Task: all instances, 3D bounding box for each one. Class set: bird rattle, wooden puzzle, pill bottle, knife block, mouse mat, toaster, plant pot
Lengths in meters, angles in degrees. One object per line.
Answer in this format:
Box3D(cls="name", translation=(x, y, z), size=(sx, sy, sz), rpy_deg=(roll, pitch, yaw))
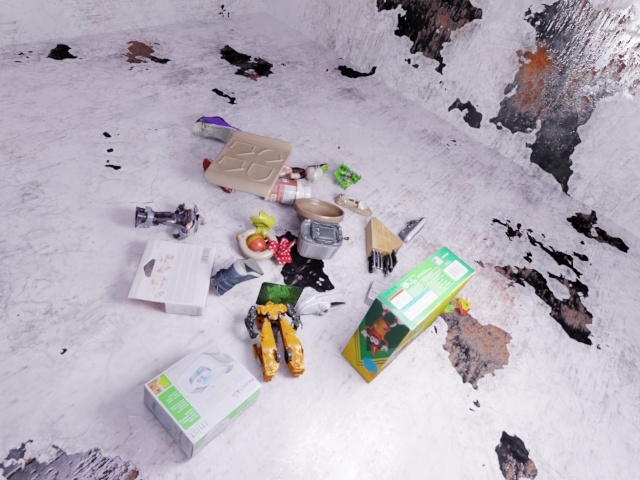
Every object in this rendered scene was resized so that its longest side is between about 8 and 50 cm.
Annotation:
Box3D(cls="bird rattle", translation=(-0.243, 0.015, 1.856), size=(0.206, 0.143, 0.254), rpy_deg=(-24, 72, -24))
Box3D(cls="wooden puzzle", translation=(-0.328, -0.354, 2.042), size=(0.321, 0.081, 0.348), rpy_deg=(15, 54, 9))
Box3D(cls="pill bottle", translation=(-0.162, -0.237, 2.105), size=(0.216, 0.121, 0.121), rpy_deg=(7, 45, -16))
Box3D(cls="knife block", translation=(0.255, 0.035, 2.022), size=(0.242, 0.088, 0.276), rpy_deg=(-25, 60, -39))
Box3D(cls="mouse mat", translation=(-0.155, 0.209, 1.614), size=(0.152, 0.190, 0.007), rpy_deg=(11, 53, -10))
Box3D(cls="toaster", translation=(0.000, 0.000, 1.903), size=(0.226, 0.146, 0.129), rpy_deg=(7, 57, -14))
Box3D(cls="plant pot", translation=(-0.013, -0.105, 2.016), size=(0.237, 0.110, 0.237), rpy_deg=(11, 23, -5))

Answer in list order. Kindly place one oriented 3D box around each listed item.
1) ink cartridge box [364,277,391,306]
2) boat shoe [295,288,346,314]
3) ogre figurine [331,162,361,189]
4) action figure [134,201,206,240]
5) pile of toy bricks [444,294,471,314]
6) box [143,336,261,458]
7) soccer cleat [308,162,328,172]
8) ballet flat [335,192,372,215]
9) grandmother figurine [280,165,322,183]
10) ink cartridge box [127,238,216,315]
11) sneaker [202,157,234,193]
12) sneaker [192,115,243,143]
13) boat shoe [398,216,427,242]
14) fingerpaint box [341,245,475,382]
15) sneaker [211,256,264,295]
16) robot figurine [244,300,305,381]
Box3D(cls="ink cartridge box", translation=(0.249, 0.230, 1.852), size=(0.088, 0.052, 0.122), rpy_deg=(25, 44, 3))
Box3D(cls="boat shoe", translation=(0.010, 0.251, 1.713), size=(0.226, 0.083, 0.076), rpy_deg=(-18, 54, -35))
Box3D(cls="ogre figurine", translation=(0.138, -0.351, 2.358), size=(0.197, 0.097, 0.118), rpy_deg=(-37, 79, -30))
Box3D(cls="action figure", translation=(-0.615, -0.090, 1.803), size=(0.284, 0.099, 0.185), rpy_deg=(4, 38, -23))
Box3D(cls="pile of toy bricks", translation=(0.548, 0.271, 1.911), size=(0.212, 0.118, 0.105), rpy_deg=(25, 69, -20))
Box3D(cls="box", translation=(-0.356, 0.470, 1.323), size=(0.231, 0.127, 0.262), rpy_deg=(39, 45, 21))
Box3D(cls="soccer cleat", translation=(-0.028, -0.387, 2.354), size=(0.072, 0.060, 0.178), rpy_deg=(41, 49, 21))
Box3D(cls="ballet flat", translation=(0.177, -0.186, 2.226), size=(0.206, 0.067, 0.073), rpy_deg=(19, 43, -3))
Box3D(cls="grandmother figurine", translation=(-0.151, -0.344, 2.195), size=(0.342, 0.104, 0.208), rpy_deg=(1, 25, -19))
Box3D(cls="ink cartridge box", translation=(-0.544, 0.132, 1.626), size=(0.261, 0.066, 0.296), rpy_deg=(8, 44, -9))
Box3D(cls="sneaker", translation=(-0.464, -0.322, 2.114), size=(0.221, 0.087, 0.128), rpy_deg=(49, 40, 10))
Box3D(cls="sneaker", translation=(-0.527, -0.608, 2.343), size=(0.293, 0.102, 0.146), rpy_deg=(15, 43, -7))
Box3D(cls="boat shoe", translation=(0.471, -0.068, 2.226), size=(0.076, 0.080, 0.228), rpy_deg=(38, 53, 14))
Box3D(cls="fingerpaint box", translation=(0.322, 0.266, 1.612), size=(0.444, 0.371, 0.163), rpy_deg=(-29, 62, -39))
Box3D(cls="sneaker", translation=(-0.326, 0.142, 1.691), size=(0.086, 0.163, 0.226), rpy_deg=(56, 11, 16))
Box3D(cls="robot figurine", translation=(-0.160, 0.347, 1.550), size=(0.210, 0.085, 0.291), rpy_deg=(0, 48, -22))
